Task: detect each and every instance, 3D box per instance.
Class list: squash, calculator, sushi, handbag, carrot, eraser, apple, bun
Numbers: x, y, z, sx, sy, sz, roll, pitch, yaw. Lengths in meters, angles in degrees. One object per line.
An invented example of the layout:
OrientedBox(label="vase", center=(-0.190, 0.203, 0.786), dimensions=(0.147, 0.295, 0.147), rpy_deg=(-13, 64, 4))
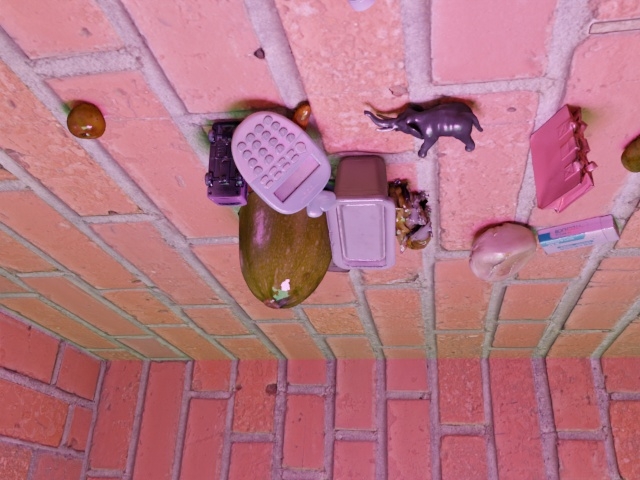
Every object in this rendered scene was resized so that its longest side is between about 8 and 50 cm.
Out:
OrientedBox(label="squash", center=(-0.087, 0.034, 1.670), dimensions=(0.310, 0.309, 0.310), rpy_deg=(-1, 137, -1))
OrientedBox(label="calculator", center=(-0.082, -0.171, 1.409), dimensions=(0.295, 0.184, 0.042), rpy_deg=(46, 176, -20))
OrientedBox(label="sushi", center=(0.267, -0.057, 1.756), dimensions=(0.131, 0.139, 0.291), rpy_deg=(-11, 150, 10))
OrientedBox(label="handbag", center=(0.554, -0.184, 1.370), dimensions=(0.059, 0.212, 0.157), rpy_deg=(10, 153, -13))
OrientedBox(label="carrot", center=(0.814, -0.270, 1.340), dimensions=(0.074, 0.074, 0.358), rpy_deg=(8, 151, -12))
OrientedBox(label="eraser", center=(0.808, -0.016, 1.878), dimensions=(0.225, 0.052, 0.095), rpy_deg=(-14, 147, 33))
OrientedBox(label="apple", center=(-0.560, -0.282, 1.433), dimensions=(0.089, 0.074, 0.089), rpy_deg=(1, 156, 1))
OrientedBox(label="bun", center=(0.572, 0.032, 1.914), dimensions=(0.229, 0.145, 0.229), rpy_deg=(-25, 147, -17))
OrientedBox(label="carrot", center=(-0.064, -0.261, 1.454), dimensions=(0.061, 0.061, 0.209), rpy_deg=(11, 148, -17))

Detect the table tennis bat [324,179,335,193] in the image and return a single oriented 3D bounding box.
OrientedBox(label="table tennis bat", center=(-0.042, -0.130, 1.745), dimensions=(0.257, 0.039, 0.160), rpy_deg=(3, 150, -4))

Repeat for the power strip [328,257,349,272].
OrientedBox(label="power strip", center=(0.000, 0.000, 1.933), dimensions=(0.257, 0.092, 0.251), rpy_deg=(7, 137, -10))

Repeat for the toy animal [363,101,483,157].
OrientedBox(label="toy animal", center=(0.241, -0.262, 1.396), dimensions=(0.269, 0.082, 0.137), rpy_deg=(2, 152, 11))

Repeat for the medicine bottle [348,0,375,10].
OrientedBox(label="medicine bottle", center=(0.051, -0.457, 1.033), dimensions=(0.074, 0.055, 0.118), rpy_deg=(-12, 151, 25))

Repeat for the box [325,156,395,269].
OrientedBox(label="box", center=(0.116, -0.076, 1.626), dimensions=(0.175, 0.182, 0.312), rpy_deg=(0, 143, 7))

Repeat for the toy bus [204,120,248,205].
OrientedBox(label="toy bus", center=(-0.220, -0.187, 1.463), dimensions=(0.096, 0.199, 0.108), rpy_deg=(0, 165, 7))
